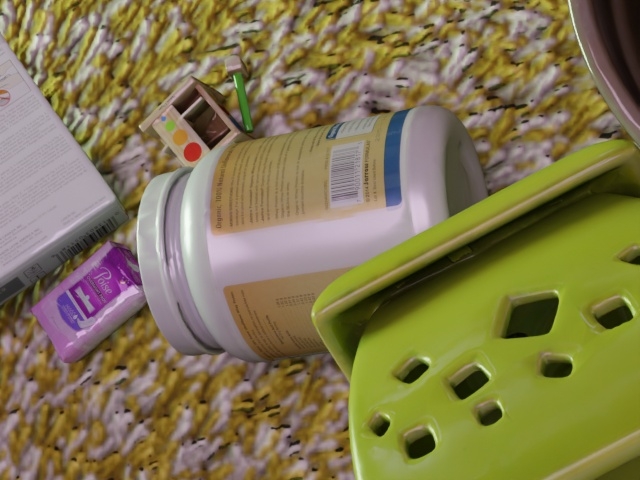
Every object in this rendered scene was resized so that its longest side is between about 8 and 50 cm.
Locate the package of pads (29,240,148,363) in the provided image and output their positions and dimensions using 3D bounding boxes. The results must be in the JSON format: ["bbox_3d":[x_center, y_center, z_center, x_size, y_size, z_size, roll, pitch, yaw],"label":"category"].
[{"bbox_3d":[-0.161,0.045,1.034,0.083,0.032,0.050,-40,73,10],"label":"package of pads"}]

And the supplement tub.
[{"bbox_3d":[0.000,0.000,0.921,0.200,0.144,0.144,-9,78,19],"label":"supplement tub"}]

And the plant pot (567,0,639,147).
[{"bbox_3d":[0.310,-0.124,0.754,0.323,0.280,0.323,-4,79,20],"label":"plant pot"}]

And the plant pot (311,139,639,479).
[{"bbox_3d":[0.134,0.097,0.776,0.228,0.227,0.207,-29,45,3],"label":"plant pot"}]

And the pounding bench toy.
[{"bbox_3d":[-0.068,-0.079,1.010,0.083,0.052,0.065,-44,69,8],"label":"pounding bench toy"}]

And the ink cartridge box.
[{"bbox_3d":[-0.247,-0.046,1.059,0.145,0.045,0.179,-34,66,-7],"label":"ink cartridge box"}]
